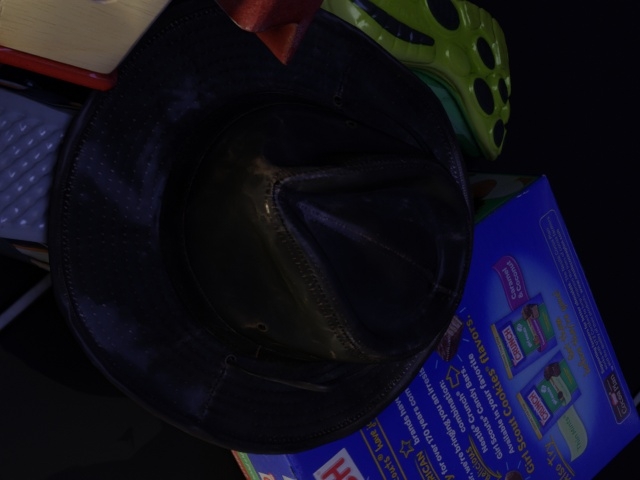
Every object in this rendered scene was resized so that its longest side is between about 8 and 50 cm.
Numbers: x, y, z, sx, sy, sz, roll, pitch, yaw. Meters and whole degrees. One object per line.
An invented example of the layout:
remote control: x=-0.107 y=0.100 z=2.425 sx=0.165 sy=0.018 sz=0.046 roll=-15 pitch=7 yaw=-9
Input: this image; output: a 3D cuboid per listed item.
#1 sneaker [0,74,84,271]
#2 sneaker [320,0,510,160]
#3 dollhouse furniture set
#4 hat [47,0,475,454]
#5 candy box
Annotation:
sneaker: x=-0.183 y=-0.041 z=0.790 sx=0.321 sy=0.127 sz=0.126 roll=28 pitch=82 yaw=-55
sneaker: x=0.064 y=-0.148 z=0.946 sx=0.295 sy=0.123 sz=0.109 roll=28 pitch=66 yaw=-49
dollhouse furniture set: x=-0.114 y=-0.204 z=0.680 sx=0.201 sy=0.152 sz=0.374 roll=12 pitch=45 yaw=-31
hat: x=0.000 y=0.000 z=0.748 sx=0.331 sy=0.134 sz=0.331 roll=-5 pitch=100 yaw=-30
candy box: x=0.090 y=0.132 z=0.963 sx=0.317 sy=0.122 sz=0.268 roll=-35 pitch=111 yaw=-28
